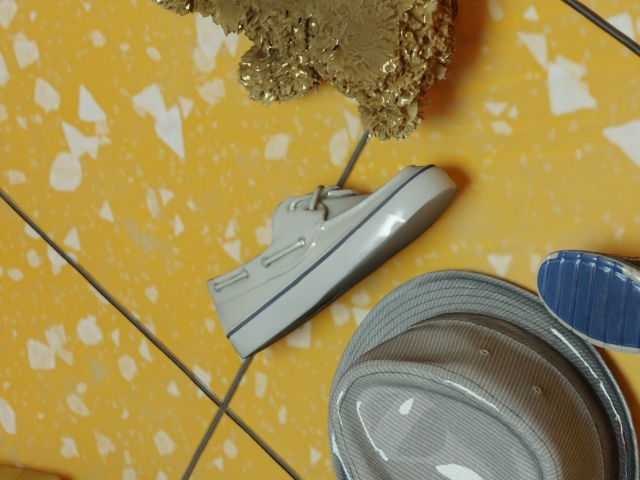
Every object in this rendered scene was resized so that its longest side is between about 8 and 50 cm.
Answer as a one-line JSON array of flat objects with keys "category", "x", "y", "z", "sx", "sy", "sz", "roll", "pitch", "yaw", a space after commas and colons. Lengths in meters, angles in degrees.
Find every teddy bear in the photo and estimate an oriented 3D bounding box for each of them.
[{"category": "teddy bear", "x": -0.013, "y": -0.213, "z": 1.374, "sx": 0.338, "sy": 0.113, "sz": 0.245, "roll": 14, "pitch": 102, "yaw": 42}]

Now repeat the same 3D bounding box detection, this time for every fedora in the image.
[{"category": "fedora", "x": 0.100, "y": 0.153, "z": 1.322, "sx": 0.275, "sy": 0.124, "sz": 0.244, "roll": 41, "pitch": 107, "yaw": 21}]

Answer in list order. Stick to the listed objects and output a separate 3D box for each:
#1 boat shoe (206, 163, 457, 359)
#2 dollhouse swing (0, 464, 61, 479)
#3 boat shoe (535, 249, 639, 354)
[{"category": "boat shoe", "x": 0.000, "y": 0.000, "z": 1.414, "sx": 0.088, "sy": 0.096, "sz": 0.267, "roll": 56, "pitch": 135, "yaw": 7}, {"category": "dollhouse swing", "x": -0.218, "y": 0.410, "z": 1.619, "sx": 0.305, "sy": 0.315, "sz": 0.347, "roll": -1, "pitch": 101, "yaw": 12}, {"category": "boat shoe", "x": 0.244, "y": 0.047, "z": 1.251, "sx": 0.183, "sy": 0.066, "sz": 0.066, "roll": 20, "pitch": 115, "yaw": 26}]
